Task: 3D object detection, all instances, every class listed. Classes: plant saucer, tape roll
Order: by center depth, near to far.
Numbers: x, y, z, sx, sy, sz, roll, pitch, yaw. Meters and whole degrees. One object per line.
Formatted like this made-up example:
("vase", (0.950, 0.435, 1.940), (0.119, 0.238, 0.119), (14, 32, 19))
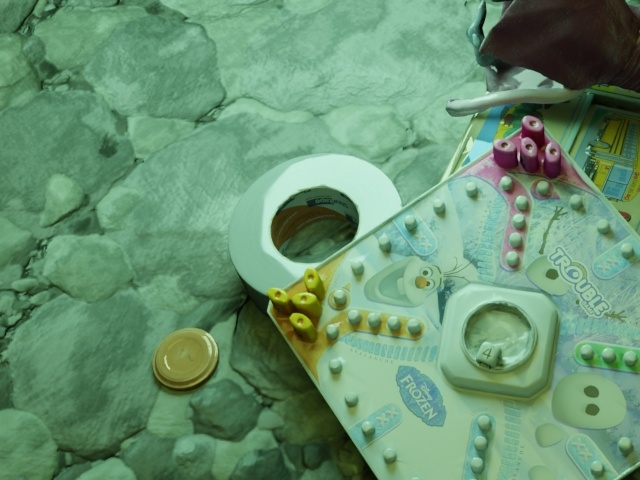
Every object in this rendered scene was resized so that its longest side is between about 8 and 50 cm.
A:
("plant saucer", (-0.164, 0.142, 1.462), (0.083, 0.013, 0.084), (-7, 56, 10))
("tape roll", (0.000, 0.000, 1.480), (0.219, 0.072, 0.219), (-7, 54, 10))

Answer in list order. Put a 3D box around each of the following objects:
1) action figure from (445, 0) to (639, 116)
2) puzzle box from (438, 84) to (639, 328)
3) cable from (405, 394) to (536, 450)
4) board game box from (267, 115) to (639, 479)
("action figure", (0.362, -0.216, 1.396), (0.370, 0.248, 0.276), (20, 96, -1))
("puzzle box", (0.300, -0.084, 1.471), (0.272, 0.052, 0.409), (16, 62, 23))
("cable", (0.150, 0.171, 1.340), (0.184, 0.047, 0.151), (13, 61, 22))
("board game box", (0.192, 0.103, 1.309), (0.390, 0.050, 0.390), (-34, 65, -3))
